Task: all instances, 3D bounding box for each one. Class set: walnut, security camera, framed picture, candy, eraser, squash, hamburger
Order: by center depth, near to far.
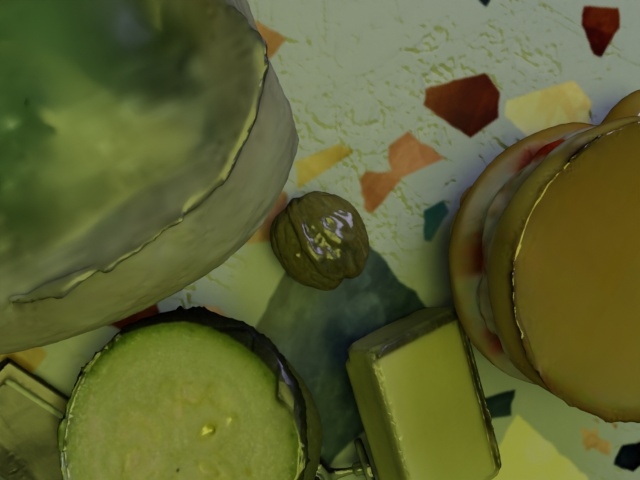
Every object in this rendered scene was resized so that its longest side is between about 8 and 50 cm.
[{"bbox_3d":[-0.233,-0.106,0.706,0.427,0.186,0.386,-36,94,-7],"label":"candy"},{"bbox_3d":[-0.110,0.169,0.798,0.220,0.133,0.220,0,82,2],"label":"squash"},{"bbox_3d":[-0.278,0.254,0.813,0.189,0.023,0.260,39,84,-17],"label":"framed picture"},{"bbox_3d":[0.000,0.000,0.833,0.092,0.092,0.092,-1,95,-15],"label":"walnut"},{"bbox_3d":[0.257,-0.002,0.842,0.261,0.186,0.303,29,92,-19],"label":"hamburger"},{"bbox_3d":[0.096,0.159,0.868,0.117,0.058,0.172,-22,101,-33],"label":"eraser"},{"bbox_3d":[0.003,0.223,0.871,0.092,0.058,0.058,-17,99,-4],"label":"security camera"}]
